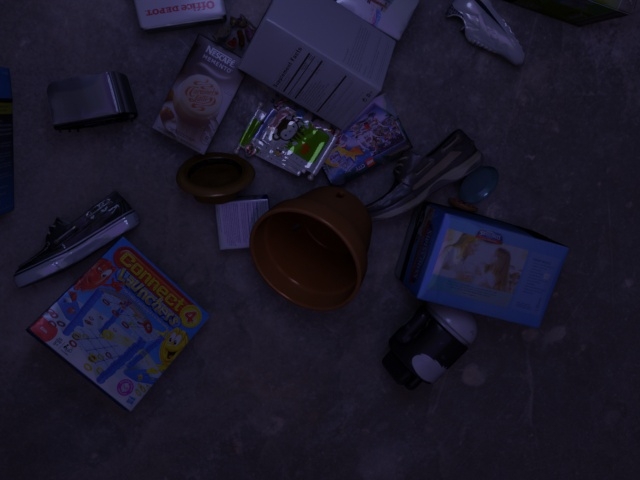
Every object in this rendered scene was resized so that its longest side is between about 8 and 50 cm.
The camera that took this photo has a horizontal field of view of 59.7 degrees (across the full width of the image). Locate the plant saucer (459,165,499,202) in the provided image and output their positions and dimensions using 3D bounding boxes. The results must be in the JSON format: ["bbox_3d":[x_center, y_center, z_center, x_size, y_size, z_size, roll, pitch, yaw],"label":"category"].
[{"bbox_3d":[0.422,-0.155,1.498,0.119,0.021,0.119,-14,133,-15],"label":"plant saucer"}]

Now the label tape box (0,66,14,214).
[{"bbox_3d":[-0.787,-0.216,1.239,0.115,0.249,0.347,2,103,-8],"label":"label tape box"}]

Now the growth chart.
[{"bbox_3d":[-0.081,-0.255,1.400,0.237,0.021,0.172,22,92,6],"label":"growth chart"}]

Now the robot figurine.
[{"bbox_3d":[0.299,0.276,1.532,0.173,0.209,0.278,43,96,6],"label":"robot figurine"}]

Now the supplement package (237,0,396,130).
[{"bbox_3d":[-0.007,-0.427,1.283,0.293,0.175,0.177,28,58,-16],"label":"supplement package"}]

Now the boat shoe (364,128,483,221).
[{"bbox_3d":[0.247,-0.170,1.453,0.355,0.132,0.130,-31,95,-8],"label":"boat shoe"}]

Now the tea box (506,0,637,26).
[{"bbox_3d":[0.589,-0.721,1.302,0.324,0.220,0.329,15,101,-9],"label":"tea box"}]

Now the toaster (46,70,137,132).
[{"bbox_3d":[-0.517,-0.318,1.290,0.186,0.168,0.110,-11,104,-4],"label":"toaster"}]

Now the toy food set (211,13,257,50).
[{"bbox_3d":[-0.195,-0.494,1.325,0.078,0.019,0.122,40,55,-14],"label":"toy food set"}]

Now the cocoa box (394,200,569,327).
[{"bbox_3d":[0.409,0.055,1.460,0.347,0.228,0.231,14,101,-10],"label":"cocoa box"}]

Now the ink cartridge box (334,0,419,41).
[{"bbox_3d":[0.128,-0.566,1.330,0.176,0.128,0.127,26,99,-13],"label":"ink cartridge box"}]

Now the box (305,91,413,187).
[{"bbox_3d":[0.099,-0.255,1.438,0.233,0.044,0.159,-28,101,0],"label":"box"}]

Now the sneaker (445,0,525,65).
[{"bbox_3d":[0.420,-0.522,1.408,0.235,0.090,0.095,44,107,-11],"label":"sneaker"}]

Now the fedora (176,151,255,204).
[{"bbox_3d":[-0.258,-0.143,1.381,0.194,0.194,0.079,0,132,-7],"label":"fedora"}]

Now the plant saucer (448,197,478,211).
[{"bbox_3d":[0.381,-0.094,1.496,0.083,0.083,0.013,17,103,-11],"label":"plant saucer"}]

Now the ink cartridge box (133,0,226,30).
[{"bbox_3d":[-0.335,-0.626,1.267,0.197,0.114,0.272,-11,103,-5],"label":"ink cartridge box"}]

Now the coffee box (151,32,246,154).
[{"bbox_3d":[-0.285,-0.350,1.346,0.141,0.098,0.246,27,99,-13],"label":"coffee box"}]

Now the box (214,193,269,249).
[{"bbox_3d":[-0.197,-0.048,1.442,0.137,0.072,0.126,-4,104,-5],"label":"box"}]

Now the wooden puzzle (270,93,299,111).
[{"bbox_3d":[-0.086,-0.338,1.421,0.049,0.006,0.083,-35,105,2],"label":"wooden puzzle"}]

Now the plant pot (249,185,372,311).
[{"bbox_3d":[0.000,0.000,1.373,0.291,0.203,0.290,15,128,20],"label":"plant pot"}]

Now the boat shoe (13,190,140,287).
[{"bbox_3d":[-0.619,-0.006,1.392,0.335,0.121,0.119,-33,97,-10],"label":"boat shoe"}]

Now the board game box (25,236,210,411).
[{"bbox_3d":[-0.489,0.204,1.382,0.308,0.086,0.302,45,61,-15],"label":"board game box"}]
